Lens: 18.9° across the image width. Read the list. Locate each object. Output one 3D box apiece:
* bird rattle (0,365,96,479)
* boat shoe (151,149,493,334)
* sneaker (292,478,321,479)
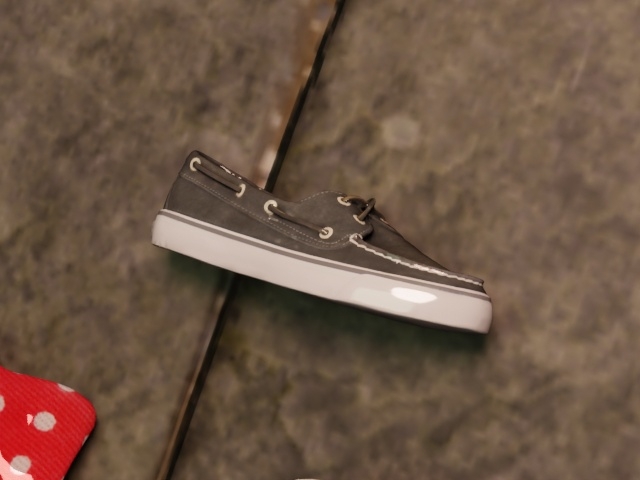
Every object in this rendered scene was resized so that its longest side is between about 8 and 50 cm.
[{"bbox_3d":[-0.217,0.119,0.764,0.253,0.143,0.207,10,98,15],"label":"bird rattle"},{"bbox_3d":[0.000,0.000,0.691,0.142,0.049,0.040,16,88,30],"label":"boat shoe"},{"bbox_3d":[-0.063,0.199,0.673,0.296,0.112,0.131,-38,39,23],"label":"sneaker"}]
